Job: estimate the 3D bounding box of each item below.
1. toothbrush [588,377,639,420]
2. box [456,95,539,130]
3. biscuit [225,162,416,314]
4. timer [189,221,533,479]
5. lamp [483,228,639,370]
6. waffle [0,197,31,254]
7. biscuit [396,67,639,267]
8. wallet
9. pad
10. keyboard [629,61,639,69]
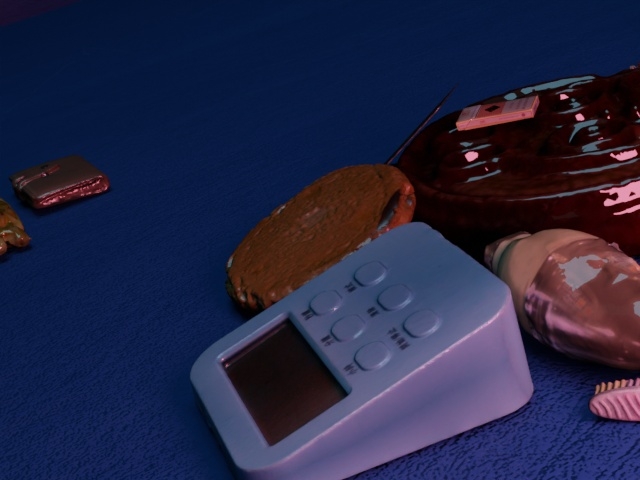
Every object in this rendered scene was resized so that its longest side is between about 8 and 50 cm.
[{"bbox_3d":[0.378,0.101,0.892,0.375,0.028,0.037,-6,16,19],"label":"toothbrush"},{"bbox_3d":[0.191,-0.137,1.367,0.083,0.012,0.046,-8,24,21],"label":"box"},{"bbox_3d":[0.000,0.000,1.274,0.226,0.042,0.226,-27,26,14],"label":"biscuit"},{"bbox_3d":[0.020,0.094,1.045,0.250,0.091,0.232,-23,24,-11],"label":"timer"},{"bbox_3d":[0.211,0.047,1.027,0.101,0.101,0.250,-21,26,-16],"label":"lamp"},{"bbox_3d":[-0.486,-0.006,1.617,0.204,0.054,0.223,-22,25,-17],"label":"waffle"},{"bbox_3d":[0.270,-0.093,1.331,0.408,0.091,0.407,-13,23,5],"label":"biscuit"},{"bbox_3d":[-0.362,-0.083,1.747,0.118,0.038,0.153,-21,25,-21],"label":"wallet"},{"bbox_3d":[0.100,-0.115,1.434,0.143,0.003,0.211,-48,1,19],"label":"pad"},{"bbox_3d":[0.474,-0.242,1.652,0.166,0.017,0.055,-25,25,-25],"label":"keyboard"}]
